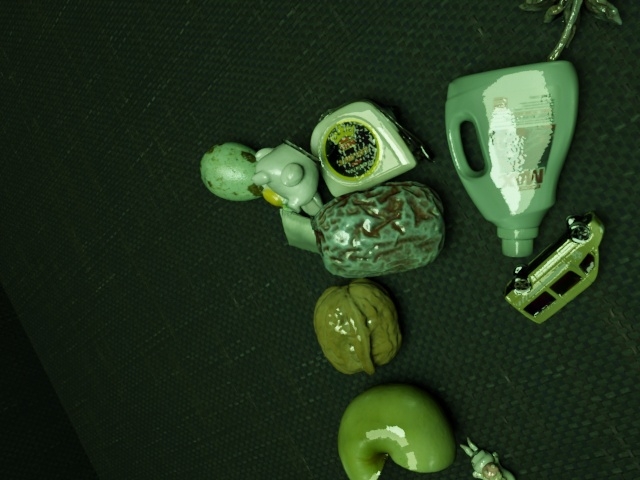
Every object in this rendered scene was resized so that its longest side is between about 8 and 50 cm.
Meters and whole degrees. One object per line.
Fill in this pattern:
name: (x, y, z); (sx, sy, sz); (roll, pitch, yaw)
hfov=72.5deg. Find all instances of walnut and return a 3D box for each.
walnut: (0.100, 0.233, 1.154); (0.224, 0.257, 0.257); (-18, 92, -2)

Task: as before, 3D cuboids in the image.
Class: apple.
apple: (0.185, 0.491, 1.138); (0.295, 0.258, 0.233); (-31, 84, 26)

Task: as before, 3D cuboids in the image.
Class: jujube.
jujube: (0.139, -0.024, 1.040); (0.317, 0.226, 0.226); (-8, 98, -3)

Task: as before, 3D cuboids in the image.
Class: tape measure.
tape measure: (0.120, -0.252, 1.096); (0.271, 0.133, 0.231); (-21, 97, 30)

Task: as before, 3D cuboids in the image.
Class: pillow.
pillow: (-0.001, 0.000, 1.232); (0.254, 0.078, 0.144); (19, 146, 23)

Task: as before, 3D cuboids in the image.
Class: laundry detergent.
laundry detergent: (0.412, -0.164, 0.959); (0.264, 0.124, 0.398); (0, 103, 26)

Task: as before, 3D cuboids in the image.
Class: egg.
egg: (-0.239, -0.197, 1.277); (0.231, 0.169, 0.169); (17, 108, 11)

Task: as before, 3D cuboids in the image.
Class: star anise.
star anise: (0.500, -0.479, 0.854); (0.209, 0.089, 0.231); (-8, 79, 35)

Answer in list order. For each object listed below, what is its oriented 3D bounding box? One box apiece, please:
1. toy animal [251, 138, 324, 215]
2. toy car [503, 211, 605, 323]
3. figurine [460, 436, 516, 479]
toy animal: (-0.073, -0.152, 1.128); (0.208, 0.325, 0.154); (37, 94, 19)
toy car: (0.526, 0.061, 0.953); (0.124, 0.101, 0.257); (42, 118, 9)
figurine: (0.437, 0.577, 1.120); (0.146, 0.081, 0.098); (50, 155, 11)
